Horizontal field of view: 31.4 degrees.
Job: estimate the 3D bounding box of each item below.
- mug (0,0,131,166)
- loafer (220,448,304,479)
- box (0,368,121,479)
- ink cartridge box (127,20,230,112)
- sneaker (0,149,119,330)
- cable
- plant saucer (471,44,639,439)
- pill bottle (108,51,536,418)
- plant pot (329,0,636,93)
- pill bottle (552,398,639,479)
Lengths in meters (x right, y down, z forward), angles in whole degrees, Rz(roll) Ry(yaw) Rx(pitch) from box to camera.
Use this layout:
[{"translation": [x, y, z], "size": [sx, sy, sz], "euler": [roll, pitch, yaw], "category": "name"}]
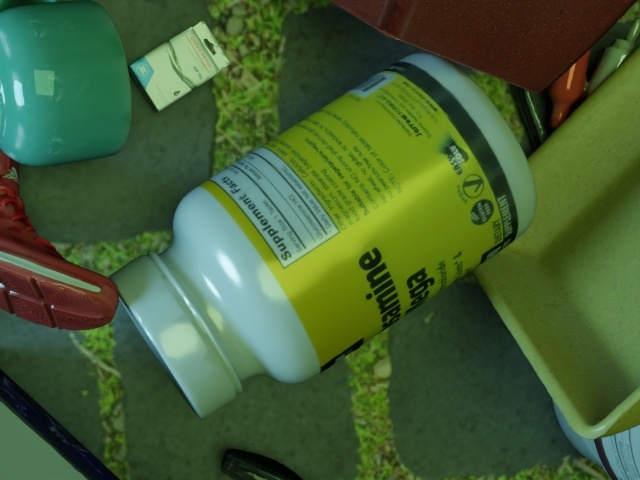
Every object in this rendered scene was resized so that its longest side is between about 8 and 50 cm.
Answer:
[{"translation": [-0.229, -0.129, 0.923], "size": [0.097, 0.158, 0.129], "euler": [-13, 117, -30], "category": "mug"}, {"translation": [-0.025, 0.249, 1.034], "size": [0.170, 0.062, 0.061], "euler": [34, 88, -13], "category": "loafer"}, {"translation": [-0.212, 0.221, 0.915], "size": [0.103, 0.184, 0.261], "euler": [-46, 104, -9], "category": "box"}, {"translation": [-0.123, -0.155, 1.001], "size": [0.083, 0.028, 0.048], "euler": [-35, 102, -12], "category": "ink cartridge box"}, {"translation": [-0.245, -0.017, 0.906], "size": [0.221, 0.087, 0.128], "euler": [18, 59, 8], "category": "sneaker"}, {"translation": [0.236, -0.077, 1.083], "size": [0.139, 0.072, 0.287], "euler": [15, 89, -11], "category": "cable"}, {"translation": [0.294, -0.025, 0.934], "size": [0.081, 0.333, 0.333], "euler": [37, 105, -26], "category": "plant saucer"}, {"translation": [0.000, 0.000, 0.962], "size": [0.334, 0.188, 0.188], "euler": [-33, 101, -11], "category": "pill bottle"}, {"translation": [0.123, -0.276, 0.932], "size": [0.267, 0.267, 0.235], "euler": [14, 110, -36], "category": "plant pot"}, {"translation": [0.369, 0.153, 0.966], "size": [0.224, 0.392, 0.224], "euler": [-1, 94, -15], "category": "pill bottle"}]
